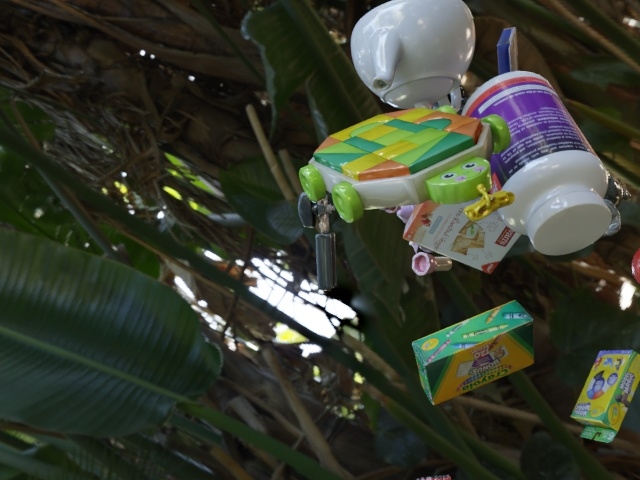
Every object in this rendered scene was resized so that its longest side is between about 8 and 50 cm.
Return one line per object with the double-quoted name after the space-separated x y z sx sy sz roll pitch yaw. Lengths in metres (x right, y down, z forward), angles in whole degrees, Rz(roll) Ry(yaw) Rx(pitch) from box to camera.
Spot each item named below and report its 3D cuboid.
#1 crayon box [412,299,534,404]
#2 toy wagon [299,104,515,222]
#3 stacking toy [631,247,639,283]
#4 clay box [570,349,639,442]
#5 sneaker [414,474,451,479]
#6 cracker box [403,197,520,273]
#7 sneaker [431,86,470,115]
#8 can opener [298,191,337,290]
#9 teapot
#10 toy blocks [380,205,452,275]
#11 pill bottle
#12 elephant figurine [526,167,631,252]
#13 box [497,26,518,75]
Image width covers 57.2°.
0.371 0.272 1.419 0.279 0.081 0.165 -22 -51 -4 "crayon box"
0.132 -0.112 0.822 0.267 0.344 0.068 -26 -64 -15 "toy wagon"
0.701 0.011 0.993 0.141 0.331 0.141 -13 -90 -82 "stacking toy"
0.693 0.374 1.426 0.222 0.053 0.127 -57 1 -15 "clay box"
0.187 0.531 1.142 0.225 0.088 0.092 117 149 -50 "sneaker"
0.331 -0.031 1.372 0.067 0.232 0.155 -70 2 -47 "cracker box"
0.330 -0.238 1.303 0.098 0.276 0.135 -7 -36 -30 "sneaker"
0.000 0.000 1.643 0.074 0.093 0.280 -19 -77 -69 "can opener"
0.185 -0.334 1.125 0.252 0.256 0.187 149 111 -80 "teapot"
0.300 -0.094 1.614 0.260 0.288 0.309 2 -35 -40 "toy blocks"
0.371 -0.136 1.022 0.181 0.182 0.322 91 172 -49 "pill bottle"
0.620 -0.049 1.402 0.169 0.186 0.239 39 -117 -54 "elephant figurine"
0.456 -0.426 1.430 0.225 0.037 0.136 -57 -40 -55 "box"
